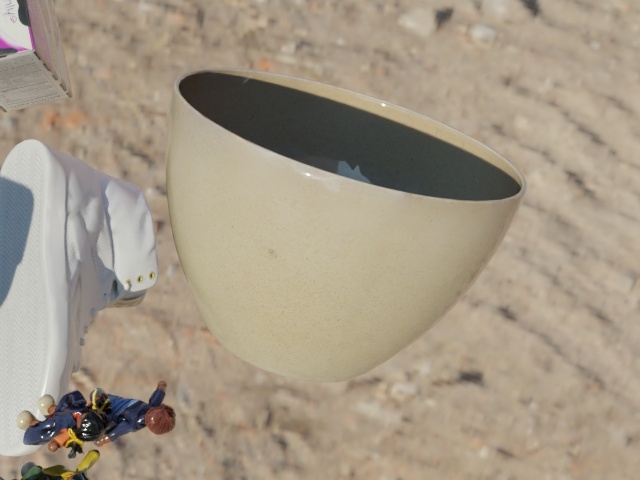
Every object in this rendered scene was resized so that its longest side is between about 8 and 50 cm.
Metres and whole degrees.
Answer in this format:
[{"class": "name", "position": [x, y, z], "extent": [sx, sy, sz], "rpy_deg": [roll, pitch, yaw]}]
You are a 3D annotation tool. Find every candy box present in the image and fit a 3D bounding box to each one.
[{"class": "candy box", "position": [-0.272, -0.208, 1.343], "extent": [0.071, 0.233, 0.159], "rpy_deg": [-12, 87, -3]}]

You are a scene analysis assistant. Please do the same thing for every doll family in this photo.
[{"class": "doll family", "position": [-0.197, 0.169, 1.266], "extent": [0.111, 0.076, 0.193], "rpy_deg": [-6, 41, 51]}]

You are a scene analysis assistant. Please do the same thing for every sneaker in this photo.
[{"class": "sneaker", "position": [-0.223, 0.065, 1.484], "extent": [0.169, 0.108, 0.292], "rpy_deg": [20, 68, -48]}]

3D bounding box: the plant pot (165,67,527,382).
[{"class": "plant pot", "position": [0.000, 0.000, 1.249], "extent": [0.284, 0.191, 0.284], "rpy_deg": [15, 18, -5]}]
